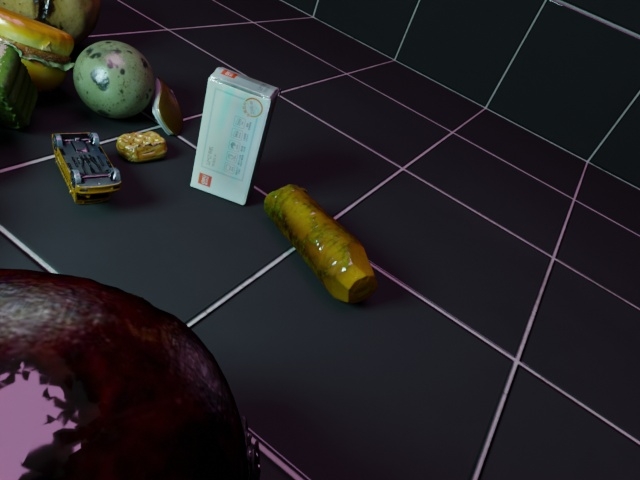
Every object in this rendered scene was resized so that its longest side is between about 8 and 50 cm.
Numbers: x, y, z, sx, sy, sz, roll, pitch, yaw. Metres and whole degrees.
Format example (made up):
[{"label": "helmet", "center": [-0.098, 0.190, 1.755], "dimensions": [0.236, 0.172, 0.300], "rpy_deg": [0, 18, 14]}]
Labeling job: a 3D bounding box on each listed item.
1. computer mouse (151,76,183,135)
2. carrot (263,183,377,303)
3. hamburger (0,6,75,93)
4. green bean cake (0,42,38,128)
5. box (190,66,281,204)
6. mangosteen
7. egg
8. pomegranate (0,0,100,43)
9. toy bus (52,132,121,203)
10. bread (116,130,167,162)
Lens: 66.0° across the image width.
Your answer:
[{"label": "computer mouse", "center": [-0.392, -0.348, 1.264], "dimensions": [0.044, 0.102, 0.199], "rpy_deg": [-23, 43, 4]}, {"label": "carrot", "center": [0.000, 0.000, 1.010], "dimensions": [0.114, 0.114, 0.302], "rpy_deg": [-11, 46, -37]}, {"label": "hamburger", "center": [-0.691, -0.425, 1.117], "dimensions": [0.246, 0.170, 0.246], "rpy_deg": [23, 15, -6]}, {"label": "green bean cake", "center": [-0.679, -0.316, 0.965], "dimensions": [0.200, 0.214, 0.113], "rpy_deg": [14, 73, -10]}, {"label": "box", "center": [-0.183, -0.217, 1.051], "dimensions": [0.135, 0.269, 0.079], "rpy_deg": [19, 35, -2]}, {"label": "mangosteen", "center": [-0.243, 0.216, 0.426], "dimensions": [0.380, 0.421, 0.381], "rpy_deg": [2, 79, -12]}, {"label": "egg", "center": [-0.489, -0.387, 1.188], "dimensions": [0.177, 0.177, 0.228], "rpy_deg": [16, 20, -9]}, {"label": "pomegranate", "center": [-0.749, -0.641, 1.283], "dimensions": [0.322, 0.322, 0.322], "rpy_deg": [14, 37, -11]}, {"label": "toy bus", "center": [-0.456, -0.136, 0.957], "dimensions": [0.083, 0.088, 0.194], "rpy_deg": [-11, 45, -37]}, {"label": "bread", "center": [-0.406, -0.215, 1.121], "dimensions": [0.110, 0.044, 0.083], "rpy_deg": [-19, 51, -39]}]
